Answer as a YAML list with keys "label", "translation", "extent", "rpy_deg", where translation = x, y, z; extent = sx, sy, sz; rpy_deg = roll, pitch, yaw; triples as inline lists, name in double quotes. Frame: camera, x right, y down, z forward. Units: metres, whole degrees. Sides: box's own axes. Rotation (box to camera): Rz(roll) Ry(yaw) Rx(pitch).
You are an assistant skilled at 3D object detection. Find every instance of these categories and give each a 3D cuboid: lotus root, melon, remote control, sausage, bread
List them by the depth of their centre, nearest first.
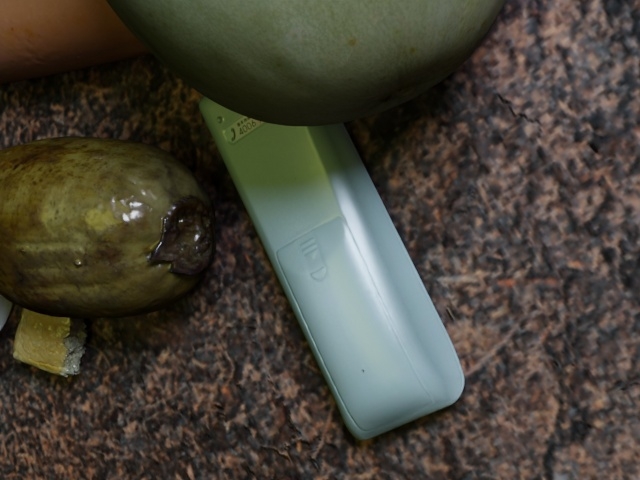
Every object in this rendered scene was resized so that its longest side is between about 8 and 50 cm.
- label: "melon"
  translation: [-0.029, -0.231, 0.557]
  extent: [0.268, 0.268, 0.330]
  rpy_deg: [-28, 85, 27]
- label: "remote control"
  translation: [0.000, 0.000, 0.687]
  extent: [0.103, 0.051, 0.293]
  rpy_deg: [-29, 80, 27]
- label: "lotus root"
  translation: [-0.202, -0.010, 0.750]
  extent: [0.260, 0.128, 0.145]
  rpy_deg: [2, 107, 29]
- label: "sausage"
  translation: [-0.216, -0.181, 0.765]
  extent: [0.289, 0.086, 0.086]
  rpy_deg: [-4, 93, 27]
- label: "bread"
  translation: [-0.238, 0.074, 0.829]
  extent: [0.070, 0.035, 0.083]
  rpy_deg: [9, 92, 26]

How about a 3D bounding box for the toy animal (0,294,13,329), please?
- label: "toy animal"
  translation: [-0.405, 0.022, 0.862]
  extent: [0.221, 0.131, 0.103]
  rpy_deg: [26, 134, 25]
